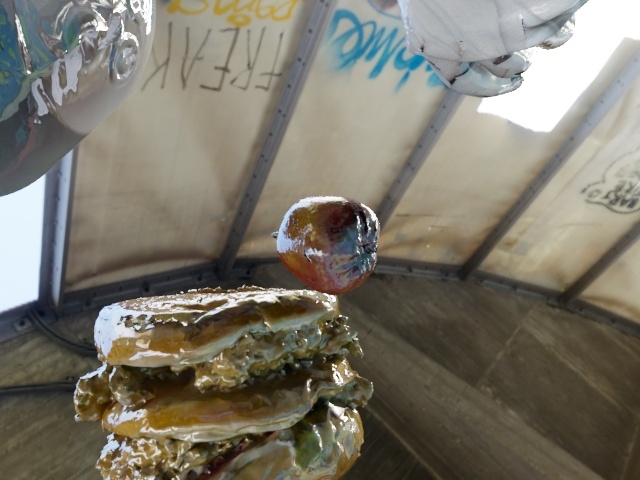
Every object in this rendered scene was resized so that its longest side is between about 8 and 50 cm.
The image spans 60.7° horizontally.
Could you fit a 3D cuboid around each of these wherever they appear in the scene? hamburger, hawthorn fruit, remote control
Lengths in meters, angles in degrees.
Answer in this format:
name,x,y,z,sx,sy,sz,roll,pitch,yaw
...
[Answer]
name,x,y,z,sx,sy,sz,roll,pitch,yaw
hamburger,-0.074,0.143,0.516,0.244,0.260,0.212,-10,-97,11
hawthorn fruit,0.006,0.001,0.394,0.077,0.077,0.077,16,-139,-14
remote control,-0.251,-0.179,0.476,0.103,0.221,0.332,15,-130,16

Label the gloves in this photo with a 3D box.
name,x,y,z,sx,sy,sz,roll,pitch,yaw
gloves,0.101,-0.148,0.329,0.212,0.127,0.111,48,-145,-49
